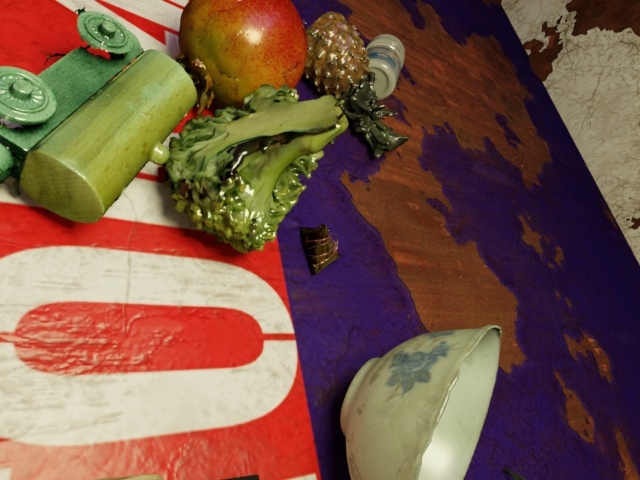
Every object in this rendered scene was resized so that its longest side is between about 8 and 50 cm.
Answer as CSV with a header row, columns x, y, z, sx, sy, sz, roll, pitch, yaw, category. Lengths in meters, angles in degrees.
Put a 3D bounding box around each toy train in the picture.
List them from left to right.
x,y,z,sx,sy,sz,roll,pitch,yaw,category
-0.279,-0.149,0.589,0.189,0.126,0.307,43,40,-24,toy train

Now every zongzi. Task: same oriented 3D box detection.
x,y,z,sx,sy,sz,roll,pitch,yaw,category
0.000,0.000,0.772,0.067,0.073,0.083,-29,83,-30,zongzi

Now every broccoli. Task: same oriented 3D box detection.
x,y,z,sx,sy,sz,roll,pitch,yaw,category
-0.067,-0.091,0.669,0.180,0.273,0.242,65,30,-42,broccoli

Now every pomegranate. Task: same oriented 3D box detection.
x,y,z,sx,sy,sz,roll,pitch,yaw,category
-0.132,-0.300,0.768,0.235,0.210,0.210,-40,93,-11,pomegranate

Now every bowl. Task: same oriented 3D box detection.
x,y,z,sx,sy,sz,roll,pitch,yaw,category
0.116,0.234,0.635,0.146,0.313,0.313,20,29,32,bowl

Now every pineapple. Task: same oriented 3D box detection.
x,y,z,sx,sy,sz,roll,pitch,yaw,category
0.076,-0.321,1.025,0.310,0.141,0.170,54,16,-11,pineapple

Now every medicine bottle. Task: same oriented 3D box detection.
x,y,z,sx,sy,sz,roll,pitch,yaw,category
0.145,-0.423,1.171,0.105,0.105,0.168,38,43,-17,medicine bottle

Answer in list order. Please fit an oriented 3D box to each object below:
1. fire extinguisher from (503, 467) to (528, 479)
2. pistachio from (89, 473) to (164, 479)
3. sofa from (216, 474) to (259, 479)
x,y,z,sx,sy,sz,roll,pitch,yaw,category
0.298,0.467,0.713,0.105,0.105,0.269,49,42,-5,fire extinguisher
-0.219,0.261,0.308,0.299,0.187,0.187,-5,67,-46,pistachio
-0.090,0.312,0.500,0.060,0.039,0.117,10,57,-37,sofa
